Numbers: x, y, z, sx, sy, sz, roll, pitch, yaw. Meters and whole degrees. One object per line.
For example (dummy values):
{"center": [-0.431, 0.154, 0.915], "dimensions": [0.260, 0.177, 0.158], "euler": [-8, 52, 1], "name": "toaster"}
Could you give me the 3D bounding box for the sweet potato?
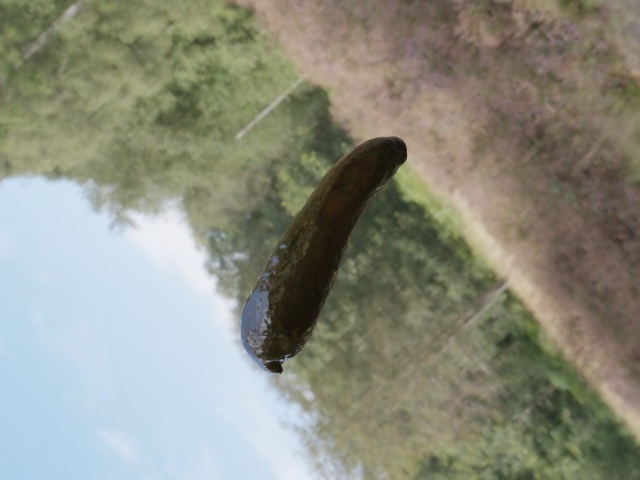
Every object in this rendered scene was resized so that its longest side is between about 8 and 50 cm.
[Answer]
{"center": [0.000, 0.000, 1.097], "dimensions": [0.075, 0.273, 0.075], "euler": [26, 162, 9], "name": "sweet potato"}
